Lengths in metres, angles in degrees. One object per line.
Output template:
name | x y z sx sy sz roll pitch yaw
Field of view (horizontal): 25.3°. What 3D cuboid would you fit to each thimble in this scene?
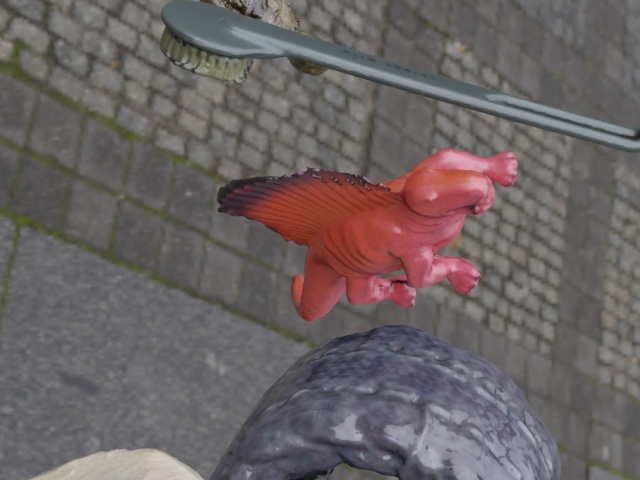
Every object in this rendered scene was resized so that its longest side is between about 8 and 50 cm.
thimble | 0.027 0.119 0.632 0.098 0.150 0.150 -56 129 -63

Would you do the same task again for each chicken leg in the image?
chicken leg | -0.044 -0.197 1.347 0.198 0.085 0.069 27 81 -58

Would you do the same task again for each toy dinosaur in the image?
toy dinosaur | -0.005 -0.002 0.795 0.139 0.286 0.070 8 74 -27

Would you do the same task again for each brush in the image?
brush | 0.045 -0.078 0.740 0.062 0.266 0.027 -79 -176 -64

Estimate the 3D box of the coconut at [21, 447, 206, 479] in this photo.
coconut | -0.188 0.350 1.399 0.254 0.297 0.297 -20 103 -20
